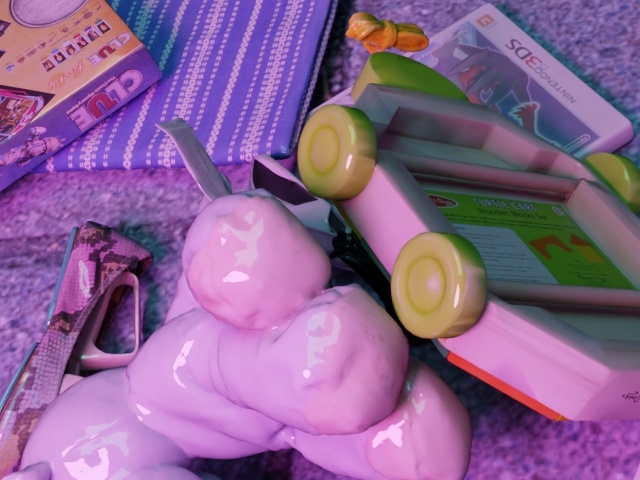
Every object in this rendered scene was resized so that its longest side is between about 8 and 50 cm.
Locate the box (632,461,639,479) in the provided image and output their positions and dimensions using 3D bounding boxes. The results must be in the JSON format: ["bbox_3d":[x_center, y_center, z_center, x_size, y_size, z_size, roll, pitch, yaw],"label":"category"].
[{"bbox_3d":[0.234,0.196,0.647,0.186,0.145,0.038,29,25,32],"label":"box"}]

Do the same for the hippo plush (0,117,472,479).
[{"bbox_3d":[-0.081,0.096,0.751,0.236,0.234,0.294,-43,70,-4],"label":"hippo plush"}]

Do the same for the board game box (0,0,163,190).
[{"bbox_3d":[-0.272,-0.122,1.056,0.243,0.042,0.165,-36,52,-6],"label":"board game box"}]

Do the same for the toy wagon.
[{"bbox_3d":[0.110,-0.025,0.800,0.344,0.267,0.068,55,126,40],"label":"toy wagon"}]

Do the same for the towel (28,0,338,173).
[{"bbox_3d":[-0.156,-0.160,1.084,0.336,0.040,0.243,-1,54,21],"label":"towel"}]

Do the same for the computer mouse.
[{"bbox_3d":[0.000,0.000,0.903,0.042,0.106,0.193,-46,43,-5],"label":"computer mouse"}]

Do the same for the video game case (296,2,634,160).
[{"bbox_3d":[0.102,-0.083,0.970,0.201,0.023,0.183,-33,51,-9],"label":"video game case"}]

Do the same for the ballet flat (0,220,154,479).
[{"bbox_3d":[-0.171,0.084,0.901,0.079,0.077,0.221,14,57,3],"label":"ballet flat"}]
